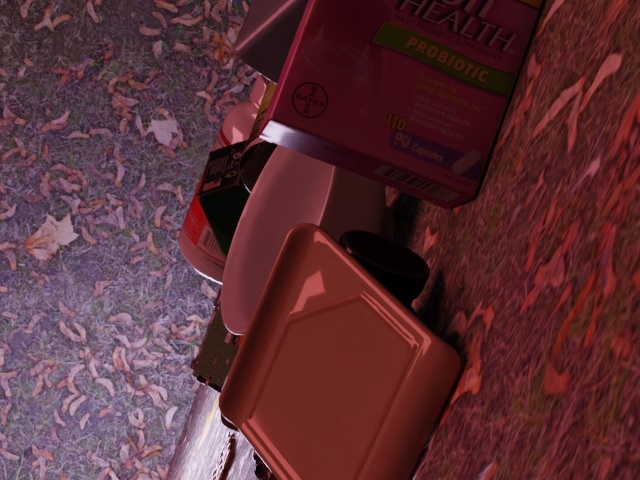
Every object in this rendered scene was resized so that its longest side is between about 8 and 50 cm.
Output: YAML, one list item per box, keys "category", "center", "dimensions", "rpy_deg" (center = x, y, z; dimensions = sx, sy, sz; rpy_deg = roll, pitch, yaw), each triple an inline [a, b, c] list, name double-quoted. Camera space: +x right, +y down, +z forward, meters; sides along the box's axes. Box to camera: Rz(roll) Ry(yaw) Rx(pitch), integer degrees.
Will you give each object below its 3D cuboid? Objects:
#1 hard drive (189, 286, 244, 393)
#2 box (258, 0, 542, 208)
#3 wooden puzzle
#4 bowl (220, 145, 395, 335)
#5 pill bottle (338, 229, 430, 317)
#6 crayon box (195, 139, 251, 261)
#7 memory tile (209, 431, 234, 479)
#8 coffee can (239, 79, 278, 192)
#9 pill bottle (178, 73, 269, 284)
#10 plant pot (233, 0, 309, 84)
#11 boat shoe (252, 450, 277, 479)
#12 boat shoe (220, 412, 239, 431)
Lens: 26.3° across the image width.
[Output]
- category: "hard drive"
  center: [-0.072, 0.121, 1.948]
  dimensions: [0.339, 0.064, 0.237]
  rpy_deg: [10, 78, 65]
- category: "box"
  center: [0.082, -0.184, 1.367]
  dimensions: [0.117, 0.213, 0.243]
  rpy_deg: [150, 141, -80]
- category: "wooden puzzle"
  center: [0.014, 0.131, 1.233]
  dimensions: [0.238, 0.044, 0.221]
  rpy_deg: [41, 116, 43]
- category: "bowl"
  center: [0.000, 0.000, 1.695]
  dimensions: [0.298, 0.134, 0.298]
  rpy_deg: [-51, 25, 36]
- category: "pill bottle"
  center: [0.023, 0.107, 1.350]
  dimensions: [0.123, 0.122, 0.219]
  rpy_deg: [-88, 20, -70]
- category: "crayon box"
  center: [-0.104, 0.011, 2.338]
  dimensions: [0.202, 0.081, 0.319]
  rpy_deg: [-85, -25, -64]
- category: "memory tile"
  center: [-0.184, 0.421, 2.534]
  dimensions: [0.148, 0.012, 0.113]
  rpy_deg: [-110, 42, -81]
- category: "coffee can"
  center: [0.012, -0.191, 2.011]
  dimensions: [0.201, 0.201, 0.275]
  rpy_deg: [121, 167, -56]
- category: "pill bottle"
  center: [-0.111, -0.124, 2.674]
  dimensions: [0.229, 0.229, 0.408]
  rpy_deg: [-82, 15, -63]
- category: "plant pot"
  center: [0.082, -0.313, 1.721]
  dimensions: [0.252, 0.247, 0.247]
  rpy_deg: [-39, 26, 43]
- category: "boat shoe"
  center: [-0.047, 0.265, 1.638]
  dimensions: [0.080, 0.073, 0.224]
  rpy_deg: [137, 153, -76]
- category: "boat shoe"
  center: [-0.098, 0.184, 2.191]
  dimensions: [0.096, 0.098, 0.277]
  rpy_deg: [-79, 11, -52]
